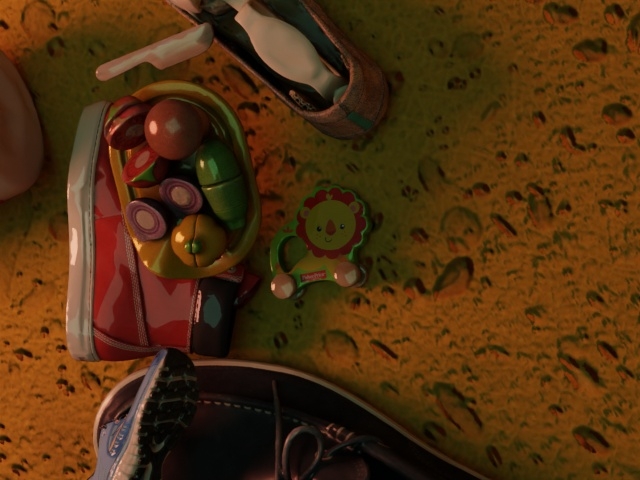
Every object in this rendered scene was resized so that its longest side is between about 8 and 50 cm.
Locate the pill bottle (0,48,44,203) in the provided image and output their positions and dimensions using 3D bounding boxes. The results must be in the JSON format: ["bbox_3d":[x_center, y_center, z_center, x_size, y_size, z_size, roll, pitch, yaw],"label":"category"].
[{"bbox_3d":[-0.441,-0.070,1.339,0.318,0.176,0.176,-23,85,19],"label":"pill bottle"}]

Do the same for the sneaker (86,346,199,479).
[{"bbox_3d":[-0.164,0.164,1.216,0.073,0.063,0.162,29,97,38],"label":"sneaker"}]

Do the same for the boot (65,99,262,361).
[{"bbox_3d":[-0.143,-0.011,1.299,0.176,0.088,0.244,-3,84,4],"label":"boot"}]

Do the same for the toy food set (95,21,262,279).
[{"bbox_3d":[-0.130,-0.066,1.203,0.128,0.071,0.218,-12,100,14],"label":"toy food set"}]

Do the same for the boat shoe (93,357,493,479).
[{"bbox_3d":[0.010,0.237,1.211,0.500,0.156,0.187,22,100,19],"label":"boat shoe"}]

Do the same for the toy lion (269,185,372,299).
[{"bbox_3d":[0.000,0.000,1.270,0.100,0.034,0.096,-12,82,19],"label":"toy lion"}]

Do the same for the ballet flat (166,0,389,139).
[{"bbox_3d":[-0.066,-0.213,1.241,0.316,0.106,0.107,41,104,13],"label":"ballet flat"}]
